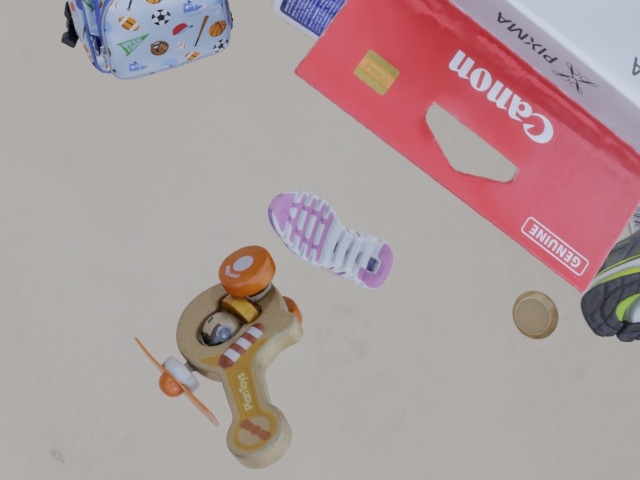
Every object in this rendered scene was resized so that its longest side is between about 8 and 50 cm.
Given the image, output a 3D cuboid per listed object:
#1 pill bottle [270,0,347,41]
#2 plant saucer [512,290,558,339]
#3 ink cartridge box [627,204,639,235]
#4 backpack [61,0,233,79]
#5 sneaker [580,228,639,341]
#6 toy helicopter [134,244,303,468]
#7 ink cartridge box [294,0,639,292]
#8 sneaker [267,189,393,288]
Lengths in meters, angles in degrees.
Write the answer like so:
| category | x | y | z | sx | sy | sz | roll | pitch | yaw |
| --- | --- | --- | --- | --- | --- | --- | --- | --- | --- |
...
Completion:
| category | x | y | z | sx | sy | sz | roll | pitch | yaw |
| --- | --- | --- | --- | --- | --- | --- | --- | --- | --- |
| pill bottle | -0.008 | -0.354 | 1.388 | 0.186 | 0.112 | 0.112 | 34 | 94 | 1 |
| plant saucer | 0.356 | 0.126 | 1.607 | 0.083 | 0.015 | 0.084 | 3 | 75 | -11 |
| ink cartridge box | 0.533 | -0.007 | 1.383 | 0.088 | 0.193 | 0.235 | -23 | 104 | -11 |
| backpack | -0.256 | -0.383 | 1.407 | 0.276 | 0.213 | 0.263 | -24 | 141 | -14 |
| sneaker | 0.420 | 0.004 | 1.026 | 0.299 | 0.121 | 0.111 | -18 | 122 | 20 |
| toy helicopter | -0.128 | 0.180 | 1.337 | 0.234 | 0.355 | 0.140 | -25 | 127 | 1 |
| ink cartridge box | 0.173 | -0.149 | 0.745 | 0.296 | 0.066 | 0.261 | 36 | 77 | -7 |
| sneaker | 0.000 | 0.000 | 1.492 | 0.236 | 0.104 | 0.095 | 32 | 79 | -34 |
